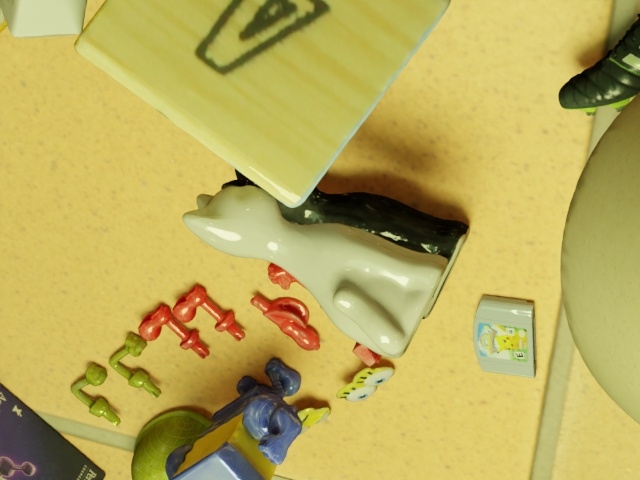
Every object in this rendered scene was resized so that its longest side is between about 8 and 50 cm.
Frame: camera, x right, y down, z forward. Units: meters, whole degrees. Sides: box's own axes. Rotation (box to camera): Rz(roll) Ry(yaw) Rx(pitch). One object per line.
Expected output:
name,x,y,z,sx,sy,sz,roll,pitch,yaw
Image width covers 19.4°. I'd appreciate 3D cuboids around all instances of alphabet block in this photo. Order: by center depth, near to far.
alphabet block,-0.047,-0.162,1.380,0.197,0.192,0.193,36,91,-8

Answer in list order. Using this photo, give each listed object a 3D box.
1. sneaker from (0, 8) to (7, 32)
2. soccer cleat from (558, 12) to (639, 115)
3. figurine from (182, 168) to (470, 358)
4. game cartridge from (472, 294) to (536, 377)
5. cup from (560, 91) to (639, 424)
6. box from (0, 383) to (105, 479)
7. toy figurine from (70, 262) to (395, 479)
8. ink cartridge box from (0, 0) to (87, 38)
sneaker,-0.348,-0.154,1.616,0.088,0.093,0.225,36,132,-8
soccer cleat,0.254,-0.150,1.404,0.179,0.060,0.072,-21,107,27
figurine,0.000,0.000,1.529,0.209,0.215,0.092,26,106,6
game cartridge,0.163,0.086,1.656,0.056,0.017,0.083,9,130,20
cup,0.348,0.041,1.228,0.331,0.237,0.331,-3,110,-8
box,-0.347,0.245,1.900,0.207,0.153,0.108,42,130,-15
toy figurine,-0.120,0.189,1.719,0.191,0.217,0.362,45,129,-16
ink cartridge box,-0.199,-0.327,1.369,0.065,0.165,0.332,-6,138,-23
